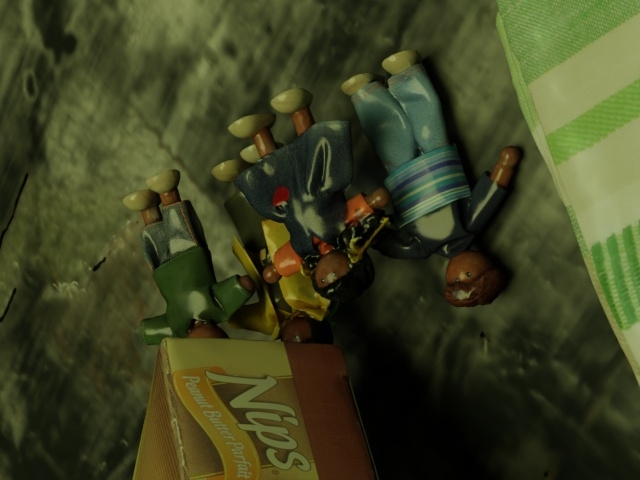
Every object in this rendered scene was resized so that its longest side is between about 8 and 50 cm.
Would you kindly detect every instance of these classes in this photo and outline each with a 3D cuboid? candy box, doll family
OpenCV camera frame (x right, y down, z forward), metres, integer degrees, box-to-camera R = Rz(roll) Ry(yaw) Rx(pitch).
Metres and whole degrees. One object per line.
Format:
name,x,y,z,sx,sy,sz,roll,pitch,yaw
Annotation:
candy box,-0.044,0.219,0.797,0.183,0.088,0.316,-107,25,-50
doll family,0.000,0.000,0.801,0.193,0.076,0.111,-32,71,40

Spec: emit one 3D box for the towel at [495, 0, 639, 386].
towel,0.199,0.000,0.633,0.248,0.038,0.324,-29,76,42
